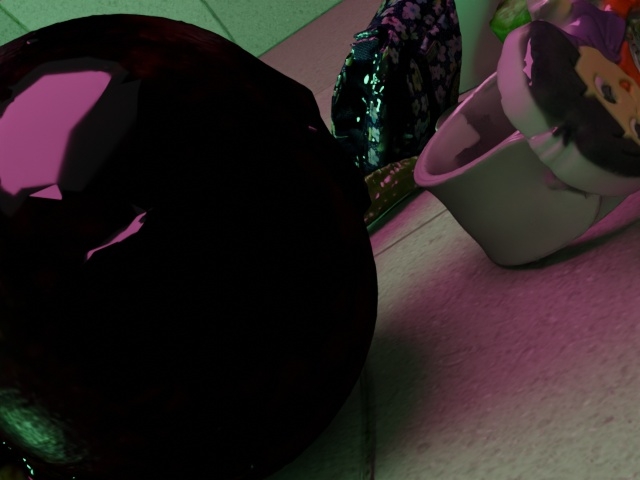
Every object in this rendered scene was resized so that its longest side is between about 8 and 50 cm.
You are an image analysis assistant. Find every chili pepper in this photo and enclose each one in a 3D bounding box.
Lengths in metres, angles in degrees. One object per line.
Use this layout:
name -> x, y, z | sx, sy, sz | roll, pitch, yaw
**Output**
chili pepper -> 0.000, 0.000, 1.195 | 0.359, 0.076, 0.085 | -39, -16, -17

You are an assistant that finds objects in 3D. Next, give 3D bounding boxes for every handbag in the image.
handbag -> 0.090, -0.178, 1.319 | 0.127, 0.228, 0.207 | 15, 47, 16

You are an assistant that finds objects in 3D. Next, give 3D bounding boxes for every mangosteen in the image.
mangosteen -> -0.154, 0.040, 0.844 | 0.421, 0.381, 0.381 | -48, 20, -17

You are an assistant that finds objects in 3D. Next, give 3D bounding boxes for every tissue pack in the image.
tissue pack -> 0.234, -0.327, 1.554 | 0.159, 0.136, 0.246 | -23, 19, 33

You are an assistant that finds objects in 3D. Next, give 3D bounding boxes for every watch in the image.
watch -> 0.172, -0.090, 0.917 | 0.231, 0.196, 0.244 | -28, 19, 43

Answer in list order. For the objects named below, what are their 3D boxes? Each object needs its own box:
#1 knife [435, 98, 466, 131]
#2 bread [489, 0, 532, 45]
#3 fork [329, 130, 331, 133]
knife -> 0.164, -0.112, 1.214 | 0.081, 0.043, 0.336 | 3, 19, 4
bread -> 0.349, -0.303, 1.183 | 0.366, 0.129, 0.382 | -33, 17, 33
fork -> 0.030, -0.176, 1.747 | 0.115, 0.012, 0.016 | -35, 11, 15
